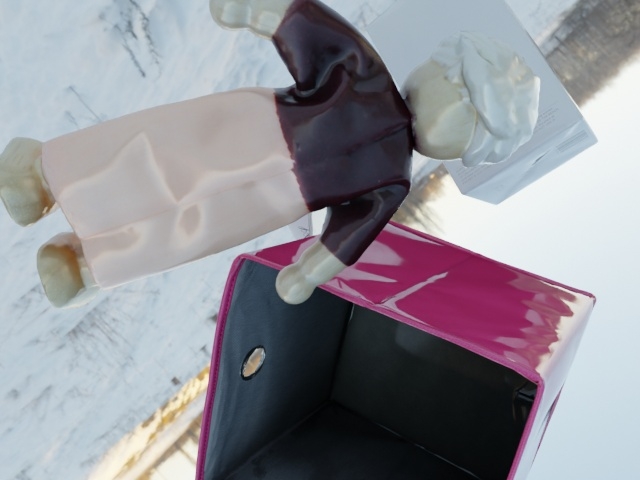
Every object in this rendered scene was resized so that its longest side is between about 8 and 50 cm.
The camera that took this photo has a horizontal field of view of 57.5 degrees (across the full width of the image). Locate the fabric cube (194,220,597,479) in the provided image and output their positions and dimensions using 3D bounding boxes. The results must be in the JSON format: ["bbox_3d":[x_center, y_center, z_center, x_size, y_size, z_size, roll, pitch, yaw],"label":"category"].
[{"bbox_3d":[0.074,0.143,0.550,0.258,0.258,0.254,-17,123,-57],"label":"fabric cube"}]

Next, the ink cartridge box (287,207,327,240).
[{"bbox_3d":[0.000,0.000,0.812,0.066,0.261,0.296,-10,144,13],"label":"ink cartridge box"}]

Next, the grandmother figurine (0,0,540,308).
[{"bbox_3d":[-0.020,-0.063,0.385,0.342,0.208,0.104,-15,-149,-3],"label":"grandmother figurine"}]

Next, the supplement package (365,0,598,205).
[{"bbox_3d":[0.229,-0.224,0.834,0.175,0.293,0.177,-35,162,26],"label":"supplement package"}]
